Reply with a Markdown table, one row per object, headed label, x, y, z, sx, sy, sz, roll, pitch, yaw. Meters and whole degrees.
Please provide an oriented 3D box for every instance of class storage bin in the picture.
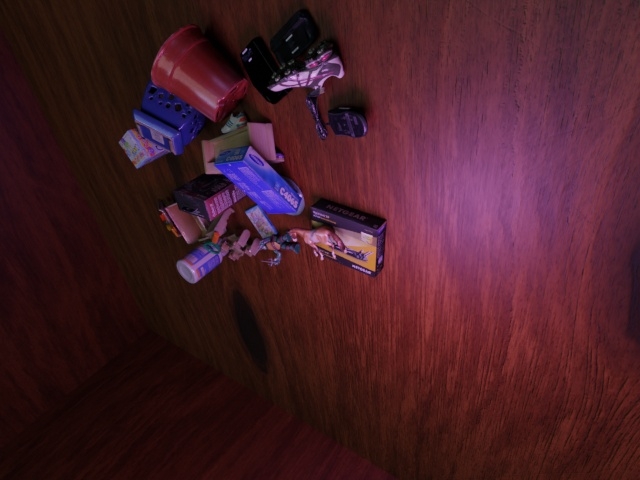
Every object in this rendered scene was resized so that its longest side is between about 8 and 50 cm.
| label | x | y | z | sx | sy | sz | roll | pitch | yaw |
| --- | --- | --- | --- | --- | --- | --- | --- | --- | --- |
| storage bin | -0.674 | -0.117 | 2.308 | 0.262 | 0.123 | 0.260 | -11 | 114 | 46 |

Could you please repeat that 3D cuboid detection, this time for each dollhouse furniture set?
| label | x | y | z | sx | sy | sz | roll | pitch | yaw |
| --- | --- | --- | --- | --- | --- | --- | --- | --- | --- |
| dollhouse furniture set | -0.443 | -0.033 | 2.195 | 0.242 | 0.161 | 0.212 | 40 | 146 | -27 |

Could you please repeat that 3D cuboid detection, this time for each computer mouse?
| label | x | y | z | sx | sy | sz | roll | pitch | yaw |
| --- | --- | --- | --- | --- | --- | --- | --- | --- | --- |
| computer mouse | 0.060 | -0.437 | 1.435 | 0.262 | 0.060 | 0.184 | 12 | 134 | 50 |

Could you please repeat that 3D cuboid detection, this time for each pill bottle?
| label | x | y | z | sx | sy | sz | roll | pitch | yaw |
| --- | --- | --- | --- | --- | --- | --- | --- | --- | --- |
| pill bottle | -0.639 | 0.099 | 2.337 | 0.152 | 0.272 | 0.152 | 23 | 134 | 26 |

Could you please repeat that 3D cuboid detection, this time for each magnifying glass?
| label | x | y | z | sx | sy | sz | roll | pitch | yaw |
| --- | --- | --- | --- | --- | --- | --- | --- | --- | --- |
| magnifying glass | -0.539 | 0.013 | 2.151 | 0.092 | 0.026 | 0.231 | 28 | 152 | -8 |

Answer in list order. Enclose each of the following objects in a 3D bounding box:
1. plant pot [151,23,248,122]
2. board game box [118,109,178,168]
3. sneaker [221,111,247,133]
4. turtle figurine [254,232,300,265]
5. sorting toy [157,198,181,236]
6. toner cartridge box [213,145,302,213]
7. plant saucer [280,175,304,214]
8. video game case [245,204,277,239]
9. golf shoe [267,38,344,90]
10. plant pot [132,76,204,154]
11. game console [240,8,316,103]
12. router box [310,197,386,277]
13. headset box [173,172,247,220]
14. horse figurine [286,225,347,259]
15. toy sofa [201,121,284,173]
| label | x | y | z | sx | sy | sz | roll | pitch | yaw |
| --- | --- | --- | --- | --- | --- | --- | --- | --- | --- |
| plant pot | -0.437 | -0.605 | 1.600 | 0.265 | 0.272 | 0.272 | 40 | 141 | -3 |
| board game box | -0.754 | -0.471 | 1.965 | 0.144 | 0.275 | 0.142 | -18 | 109 | 48 |
| sneaker | -0.360 | -0.494 | 1.776 | 0.161 | 0.057 | 0.075 | 0 | 105 | 43 |
| turtle figurine | -0.219 | 0.028 | 2.020 | 0.234 | 0.118 | 0.175 | -13 | 143 | 32 |
| sorting toy | -0.857 | -0.121 | 2.382 | 0.196 | 0.047 | 0.348 | 64 | 172 | -32 |
| toner cartridge box | -0.238 | -0.228 | 1.677 | 0.165 | 0.075 | 0.348 | 0 | 151 | 35 |
| plant saucer | -0.158 | -0.186 | 1.854 | 0.195 | 0.037 | 0.195 | 24 | 135 | 27 |
| video game case | -0.289 | -0.089 | 2.068 | 0.119 | 0.015 | 0.166 | -19 | 108 | 49 |
| golf shoe | -0.054 | -0.534 | 1.387 | 0.272 | 0.105 | 0.120 | -12 | 139 | 34 |
| plant pot | -0.639 | -0.511 | 1.786 | 0.236 | 0.212 | 0.236 | 28 | 162 | -7 |
| game console | -0.135 | -0.630 | 1.461 | 0.361 | 0.044 | 0.213 | -19 | 109 | 49 |
| router box | 0.110 | -0.012 | 1.721 | 0.308 | 0.081 | 0.243 | 21 | 134 | 28 |
| headset box | -0.504 | -0.212 | 1.942 | 0.218 | 0.293 | 0.110 | 17 | 132 | 31 |
| horse figurine | 0.000 | 0.000 | 1.714 | 0.263 | 0.066 | 0.174 | -7 | 123 | 48 |
| toy sofa | -0.328 | -0.379 | 1.785 | 0.362 | 0.177 | 0.150 | -4 | 94 | 44 |
